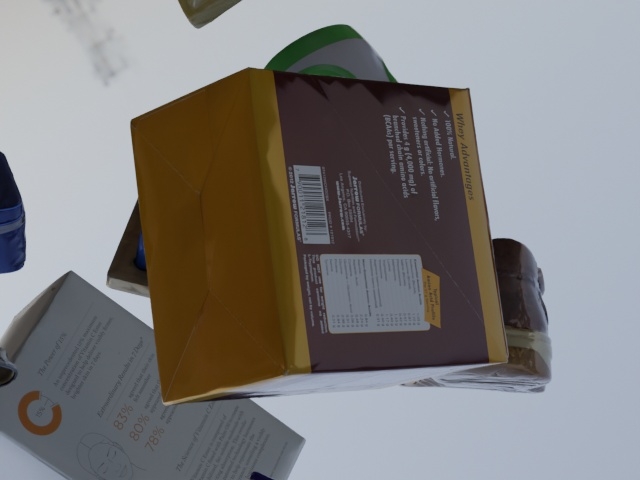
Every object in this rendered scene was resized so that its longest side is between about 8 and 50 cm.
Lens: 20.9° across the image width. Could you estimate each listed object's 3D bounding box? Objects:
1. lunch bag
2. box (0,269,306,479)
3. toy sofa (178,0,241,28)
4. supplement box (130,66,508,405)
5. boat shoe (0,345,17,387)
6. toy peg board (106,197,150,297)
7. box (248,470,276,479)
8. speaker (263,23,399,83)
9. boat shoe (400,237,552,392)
[{"bbox_3d":[-0.250,-0.026,1.246,0.067,0.065,0.098,-8,-143,-22],"label":"lunch bag"},{"bbox_3d":[-0.227,0.235,1.966,0.168,0.345,0.215,-34,-157,51],"label":"box"},{"bbox_3d":[-0.110,-0.303,1.046,0.177,0.362,0.150,-34,-123,11],"label":"toy sofa"},{"bbox_3d":[0.000,0.000,1.132,0.194,0.191,0.129,1,167,-41],"label":"supplement box"},{"bbox_3d":[-0.306,0.115,1.511,0.046,0.038,0.125,-47,167,10],"label":"boat shoe"},{"bbox_3d":[-0.092,-0.017,1.552,0.161,0.079,0.160,13,-142,1],"label":"toy peg board"},{"bbox_3d":[0.029,0.190,0.923,0.126,0.137,0.072,19,-99,35],"label":"box"},{"bbox_3d":[0.057,-0.057,1.660,0.131,0.296,0.131,-27,164,-8],"label":"speaker"},{"bbox_3d":[0.126,0.058,1.397,0.123,0.123,0.342,3,173,2],"label":"boat shoe"}]
